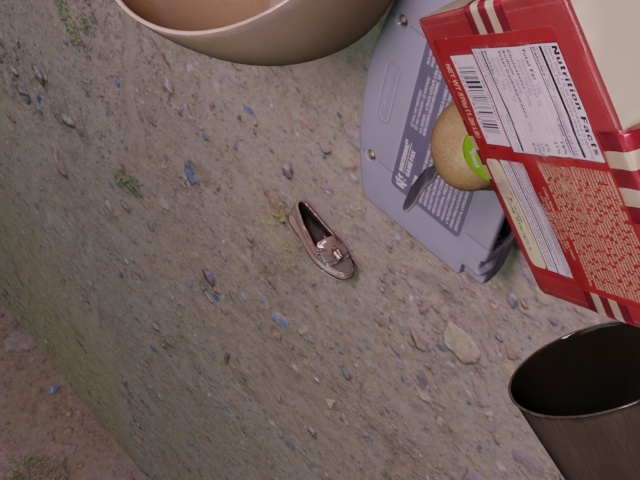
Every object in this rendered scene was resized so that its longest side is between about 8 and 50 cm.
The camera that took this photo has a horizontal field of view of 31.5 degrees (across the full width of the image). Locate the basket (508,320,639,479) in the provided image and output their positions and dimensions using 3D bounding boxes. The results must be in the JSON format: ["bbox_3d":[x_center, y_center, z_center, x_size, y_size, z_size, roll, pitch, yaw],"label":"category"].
[{"bbox_3d":[0.306,0.209,1.058,0.226,0.154,0.204,60,155,-13],"label":"basket"}]

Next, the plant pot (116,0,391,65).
[{"bbox_3d":[-0.029,-0.272,1.030,0.284,0.284,0.191,39,-177,33],"label":"plant pot"}]

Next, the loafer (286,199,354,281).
[{"bbox_3d":[0.000,0.000,1.468,0.125,0.045,0.039,48,145,24],"label":"loafer"}]

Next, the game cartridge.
[{"bbox_3d":[0.126,-0.114,1.090,0.196,0.060,0.294,38,143,22],"label":"game cartridge"}]

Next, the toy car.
[{"bbox_3d":[0.148,-0.068,0.927,0.149,0.155,0.188,52,146,-16],"label":"toy car"}]

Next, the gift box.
[{"bbox_3d":[0.237,-0.114,0.718,0.255,0.258,0.276,65,171,-17],"label":"gift box"}]
